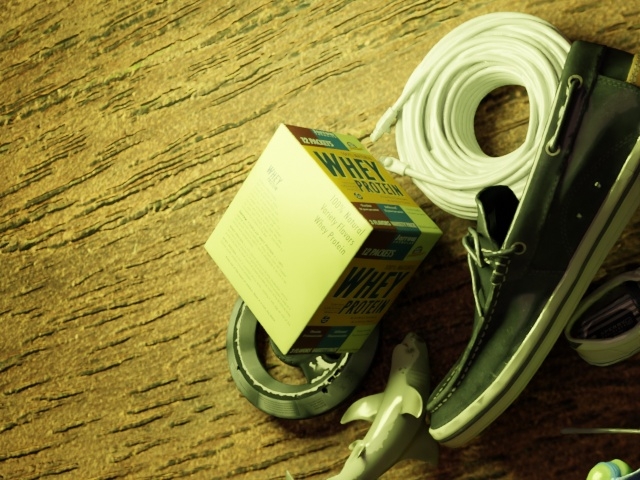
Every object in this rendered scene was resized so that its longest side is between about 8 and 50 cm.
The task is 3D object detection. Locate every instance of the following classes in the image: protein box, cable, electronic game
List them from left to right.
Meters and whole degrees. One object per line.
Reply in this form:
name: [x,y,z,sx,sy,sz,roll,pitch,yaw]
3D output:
electronic game: [-0.024,0.122,1.612,0.229,0.048,0.229,-10,68,25]
protein box: [0.000,0.000,1.499,0.200,0.136,0.201,50,120,32]
cable: [0.217,-0.147,1.494,0.257,0.089,0.257,38,101,31]

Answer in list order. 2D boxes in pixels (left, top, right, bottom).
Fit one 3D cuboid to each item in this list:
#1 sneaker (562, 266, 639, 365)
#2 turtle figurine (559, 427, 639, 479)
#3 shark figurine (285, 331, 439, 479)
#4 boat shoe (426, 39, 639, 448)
sneaker: [0.382,0.056,1.341,0.258,0.091,0.094,-40,61,19]
turtle figurine: [0.373,0.284,1.251,0.275,0.266,0.198,113,175,-50]
shark figurine: [0.081,0.262,1.492,0.278,0.116,0.166,-55,24,2]
boat shoe: [0.230,0.006,1.353,0.156,0.187,0.500,28,111,6]
